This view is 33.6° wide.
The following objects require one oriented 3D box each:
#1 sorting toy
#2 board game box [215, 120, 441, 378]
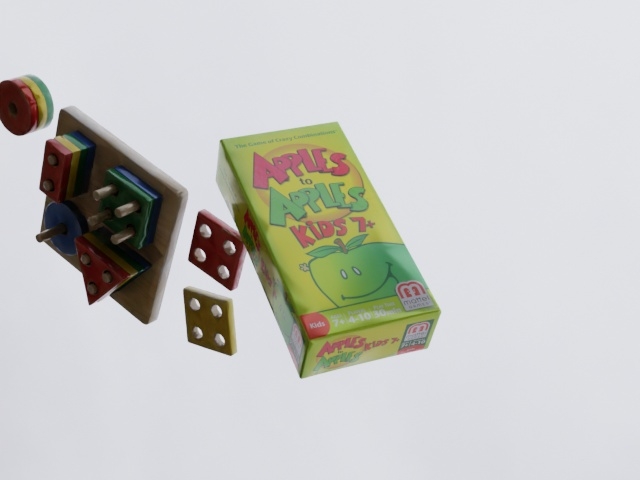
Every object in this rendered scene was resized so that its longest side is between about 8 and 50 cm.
[{"bbox_3d":[-0.169,-0.009,0.823,0.274,0.046,0.132,36,-52,22],"label":"sorting toy"},{"bbox_3d":[0.000,0.000,0.720,0.043,0.092,0.181,102,-30,-48],"label":"board game box"}]
